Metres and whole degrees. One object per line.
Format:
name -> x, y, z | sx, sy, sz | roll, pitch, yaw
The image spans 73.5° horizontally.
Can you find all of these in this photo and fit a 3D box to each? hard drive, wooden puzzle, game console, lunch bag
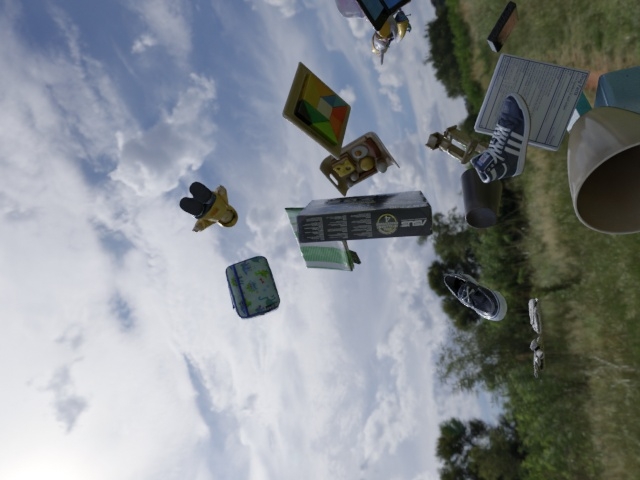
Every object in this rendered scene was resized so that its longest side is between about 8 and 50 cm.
hard drive -> 0.466, -0.539, 1.091 | 0.135, 0.022, 0.094 | -24, -34, -61
wooden puzzle -> 0.002, -0.384, 1.259 | 0.221, 0.044, 0.238 | 31, -125, -33
game console -> 0.176, -0.705, 1.228 | 0.144, 0.085, 0.124 | 42, -113, -32
lunch bag -> -0.255, 0.179, 1.598 | 0.090, 0.176, 0.219 | 110, 143, -71

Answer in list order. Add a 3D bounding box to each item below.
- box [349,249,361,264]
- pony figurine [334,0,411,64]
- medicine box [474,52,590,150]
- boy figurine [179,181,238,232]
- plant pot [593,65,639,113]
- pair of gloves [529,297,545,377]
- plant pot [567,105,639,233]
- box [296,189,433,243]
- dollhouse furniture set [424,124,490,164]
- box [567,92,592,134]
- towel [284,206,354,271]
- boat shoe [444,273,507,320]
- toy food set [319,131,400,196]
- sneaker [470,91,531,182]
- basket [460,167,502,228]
box -> 0.185, 0.091, 2.371 | 0.067, 0.018, 0.083 | 19, -145, -41
pony figurine -> 0.206, -0.829, 1.502 | 0.363, 0.303, 0.351 | -88, -14, -80
medicine box -> 0.728, -0.479, 1.506 | 0.149, 0.289, 0.263 | -34, -39, -68
boy figurine -> -0.361, -0.097, 1.419 | 0.177, 0.092, 0.285 | -57, -13, -5
plant pot -> 1.049, -0.387, 1.381 | 0.247, 0.248, 0.252 | 40, -131, -57
pair of gloves -> 0.746, 0.324, 1.480 | 0.204, 0.042, 0.240 | -27, -70, -62
plant pot -> 0.705, -0.199, 1.023 | 0.256, 0.256, 0.274 | 58, -153, -35
box -> 0.143, -0.083, 1.379 | 0.318, 0.395, 0.097 | -62, -33, -76
dollhouse furniture set -> 0.483, -0.304, 1.508 | 0.161, 0.182, 0.101 | -25, -37, -32
box -> 0.969, -0.533, 1.660 | 0.100, 0.060, 0.244 | 77, 173, -78
towel -> 0.000, 0.000, 1.811 | 0.038, 0.248, 0.325 | -59, -38, -43
boat shoe -> 0.561, 0.198, 1.585 | 0.301, 0.102, 0.108 | -121, 46, -65
toy food set -> 0.177, -0.334, 1.944 | 0.220, 0.306, 0.092 | 42, -148, -38
sneaker -> 0.559, -0.307, 1.344 | 0.099, 0.153, 0.282 | -114, 5, -53
basket -> 0.697, -0.175, 1.860 | 0.204, 0.154, 0.227 | 32, -132, -15
